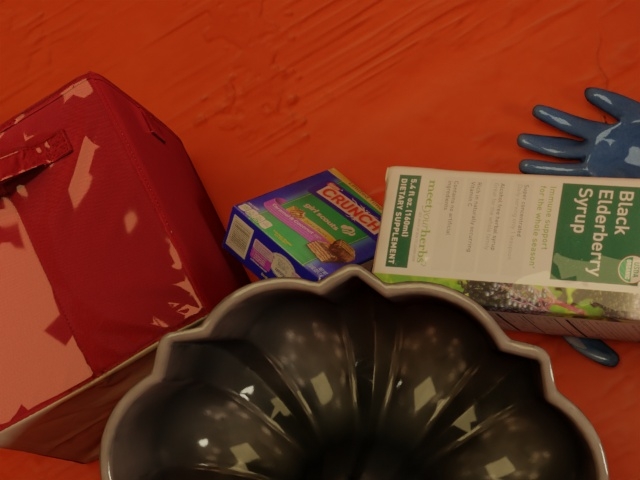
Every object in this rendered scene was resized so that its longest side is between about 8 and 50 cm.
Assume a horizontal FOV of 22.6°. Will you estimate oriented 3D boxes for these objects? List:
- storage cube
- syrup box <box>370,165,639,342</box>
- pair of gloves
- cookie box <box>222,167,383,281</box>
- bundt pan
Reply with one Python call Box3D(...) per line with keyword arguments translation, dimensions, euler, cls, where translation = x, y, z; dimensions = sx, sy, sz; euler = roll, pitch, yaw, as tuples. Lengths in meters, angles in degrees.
Box3D(translation=(-0.163, 0.028, 1.139), dimensions=(0.183, 0.215, 0.193), euler=(-30, 72, 6), cls="storage cube")
Box3D(translation=(0.162, 0.011, 1.070), dimensions=(0.237, 0.096, 0.093), euler=(4, 77, 24), cls="syrup box")
Box3D(translation=(0.202, -0.012, 1.128), dimensions=(0.159, 0.023, 0.198), euler=(13, 76, 22), cls="pair of gloves")
Box3D(translation=(0.000, 0.000, 1.148), dimensions=(0.092, 0.107, 0.040), euler=(40, 130, 26), cls="cookie box")
Box3D(translation=(0.026, 0.177, 1.030), dimensions=(0.330, 0.124, 0.331), euler=(0, 92, 10), cls="bundt pan")
